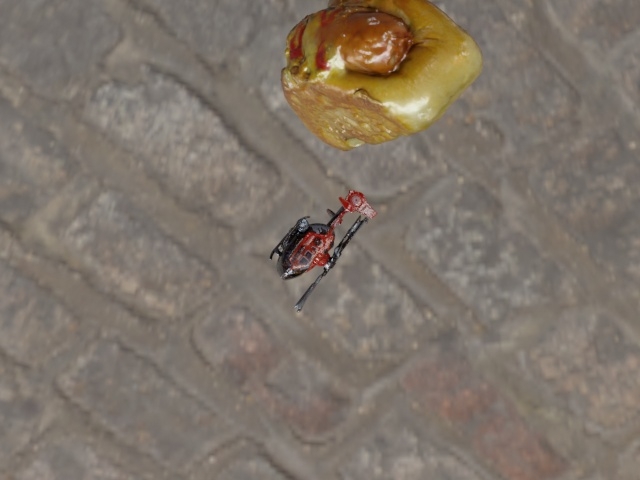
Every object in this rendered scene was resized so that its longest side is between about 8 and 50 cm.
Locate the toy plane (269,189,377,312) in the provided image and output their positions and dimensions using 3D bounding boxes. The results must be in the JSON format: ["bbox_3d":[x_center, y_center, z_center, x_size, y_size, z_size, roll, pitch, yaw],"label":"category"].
[{"bbox_3d":[0.000,0.000,1.579,0.060,0.145,0.037,41,151,-2],"label":"toy plane"}]

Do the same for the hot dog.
[{"bbox_3d":[0.046,-0.188,1.675,0.153,0.257,0.150,45,73,-15],"label":"hot dog"}]
